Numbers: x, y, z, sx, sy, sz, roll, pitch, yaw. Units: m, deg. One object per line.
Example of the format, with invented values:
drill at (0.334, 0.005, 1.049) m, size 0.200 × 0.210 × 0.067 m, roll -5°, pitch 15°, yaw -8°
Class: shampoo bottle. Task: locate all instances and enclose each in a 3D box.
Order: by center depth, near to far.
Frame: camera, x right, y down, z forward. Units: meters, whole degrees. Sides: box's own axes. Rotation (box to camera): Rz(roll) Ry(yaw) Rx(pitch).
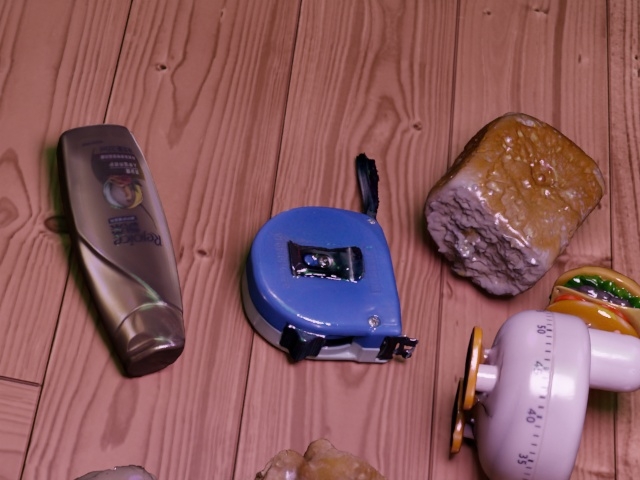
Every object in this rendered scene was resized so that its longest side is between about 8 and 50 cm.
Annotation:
shampoo bottle at (-0.254, 0.009, 2.107) m, size 0.125 × 0.084 × 0.350 m, roll -5°, pitch 57°, yaw -22°

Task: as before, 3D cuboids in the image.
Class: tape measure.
tape measure at (0.000, 0.000, 2.182) m, size 0.215 × 0.098 × 0.351 m, roll 2°, pitch 52°, yaw -16°

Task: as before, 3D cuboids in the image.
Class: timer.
timer at (0.292, 0.202, 2.025) m, size 0.240 × 0.233 × 0.233 m, roll 9°, pitch 52°, yaw 1°

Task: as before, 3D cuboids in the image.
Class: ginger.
ginger at (-0.020, 0.355, 1.892) m, size 0.270 × 0.123 × 0.219 m, roll -28°, pitch 87°, yaw -32°

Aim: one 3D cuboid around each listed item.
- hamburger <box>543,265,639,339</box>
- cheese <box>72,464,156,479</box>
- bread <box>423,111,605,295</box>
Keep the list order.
hamburger at (0.368, 0.111, 2.169) m, size 0.162 × 0.162 × 0.115 m, roll 31°, pitch 53°, yaw 7°
cheese at (-0.231, 0.358, 1.823) m, size 0.091 × 0.175 × 0.202 m, roll -15°, pitch 79°, yaw 19°
bread at (0.248, -0.039, 2.230) m, size 0.195 × 0.176 × 0.246 m, roll 42°, pitch 51°, yaw 1°
